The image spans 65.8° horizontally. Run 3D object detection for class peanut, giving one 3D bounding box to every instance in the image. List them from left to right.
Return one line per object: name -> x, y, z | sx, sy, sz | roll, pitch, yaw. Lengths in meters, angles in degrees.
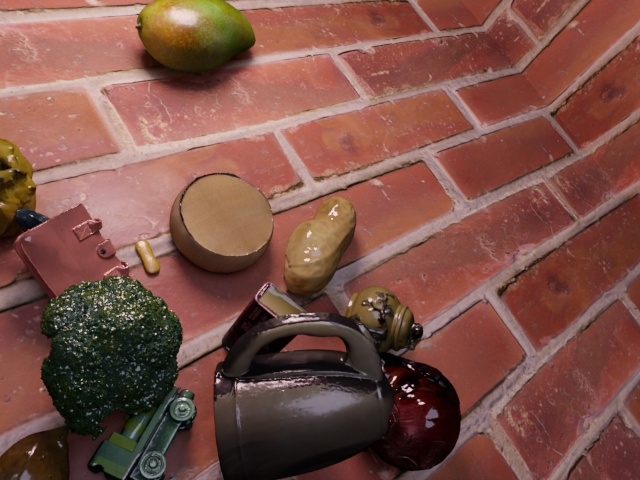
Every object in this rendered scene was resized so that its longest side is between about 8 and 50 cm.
peanut -> 0.000, 0.000, 1.270 | 0.147, 0.147, 0.319 | 34, 54, -5

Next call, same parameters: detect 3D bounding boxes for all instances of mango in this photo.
mango -> -0.338, -0.598, 1.426 | 0.225, 0.201, 0.381 | 37, 37, 26

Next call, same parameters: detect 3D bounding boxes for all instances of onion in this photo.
onion -> 0.173, 0.367, 1.090 | 0.280, 0.221, 0.281 | 13, 20, -5

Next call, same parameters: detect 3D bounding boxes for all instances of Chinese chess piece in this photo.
Chinese chess piece -> -0.236, -0.044, 1.199 | 0.249, 0.103, 0.250 | 13, 57, -21

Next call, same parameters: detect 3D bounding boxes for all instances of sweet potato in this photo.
sweet potato -> -0.490, 0.491, 0.735 | 0.130, 0.130, 0.423 | 19, 61, -16

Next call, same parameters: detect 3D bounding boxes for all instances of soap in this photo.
soap -> -0.393, 0.037, 1.125 | 0.034, 0.012, 0.089 | -19, 71, -35

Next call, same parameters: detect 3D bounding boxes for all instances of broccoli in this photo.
broccoli -> -0.382, 0.199, 0.894 | 0.269, 0.241, 0.261 | 45, 43, -1

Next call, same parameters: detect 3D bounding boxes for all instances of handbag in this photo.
handbag -> -0.482, 0.048, 0.993 | 0.157, 0.059, 0.213 | -41, 110, -41

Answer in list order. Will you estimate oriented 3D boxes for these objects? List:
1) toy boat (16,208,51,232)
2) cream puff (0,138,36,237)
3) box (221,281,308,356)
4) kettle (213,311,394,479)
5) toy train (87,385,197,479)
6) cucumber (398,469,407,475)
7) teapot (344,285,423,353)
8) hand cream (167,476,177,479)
toy boat -> -0.561, -0.014, 1.011 | 0.141, 0.060, 0.055 | 58, 36, -43
cream puff -> -0.702, -0.127, 0.961 | 0.281, 0.185, 0.282 | 11, 60, -20
box -> -0.120, 0.186, 1.039 | 0.120, 0.224, 0.069 | 41, 46, -1
kettle -> -0.025, 0.279, 0.927 | 0.323, 0.228, 0.321 | -8, 107, -3
toy train -> -0.321, 0.359, 0.924 | 0.132, 0.083, 0.200 | 25, 48, 0
cucumber -> 0.219, 0.475, 1.157 | 0.039, 0.039, 0.168 | 35, 50, -4
teapot -> 0.153, 0.201, 1.176 | 0.182, 0.269, 0.173 | 11, 90, 20
hand cream -> -0.344, 0.515, 0.843 | 0.256, 0.055, 0.088 | -21, 77, -42
